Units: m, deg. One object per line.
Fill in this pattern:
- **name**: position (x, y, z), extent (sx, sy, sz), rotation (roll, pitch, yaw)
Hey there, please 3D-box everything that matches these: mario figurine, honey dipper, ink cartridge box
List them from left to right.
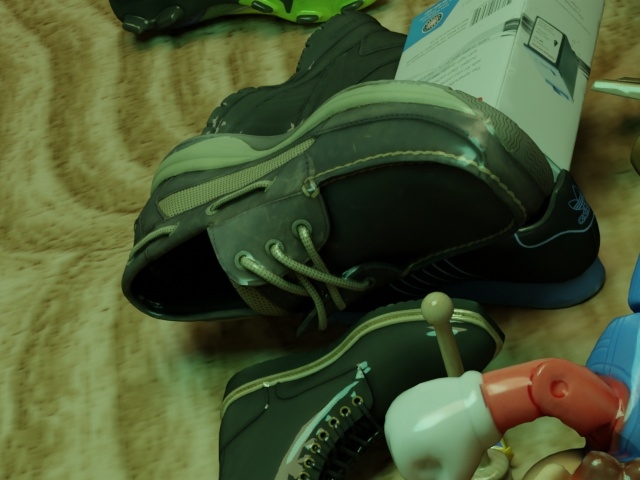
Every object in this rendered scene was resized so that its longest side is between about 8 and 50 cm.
- **honey dipper**: position (0.082, 0.093, 0.978), extent (0.030, 0.161, 0.030), rotation (-13, 31, 8)
- **ink cartridge box**: position (0.119, -0.107, 1.260), extent (0.139, 0.082, 0.191), rotation (-29, 33, 42)
- **mario figurine**: position (0.158, 0.098, 0.926), extent (0.198, 0.170, 0.320), rotation (22, 71, 22)

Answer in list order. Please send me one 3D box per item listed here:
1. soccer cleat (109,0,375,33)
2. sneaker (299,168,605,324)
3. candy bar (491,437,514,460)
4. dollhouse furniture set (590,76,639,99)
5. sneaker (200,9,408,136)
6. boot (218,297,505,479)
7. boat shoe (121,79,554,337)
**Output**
- **soccer cleat**: position (-0.066, -0.258, 1.653), extent (0.289, 0.093, 0.121), rotation (-3, 29, 24)
- **sneaker**: position (0.076, -0.002, 1.190), extent (0.232, 0.090, 0.081), rotation (-6, 35, 20)
- **candy bar**: position (0.089, 0.097, 1.104), extent (0.040, 0.018, 0.161), rotation (-18, 31, 3)
- **dollhouse furniture set**: position (0.269, -0.235, 1.284), extent (0.135, 0.262, 0.259), rotation (14, 12, 18)
- **sneaker**: position (0.007, -0.079, 1.339), extent (0.130, 0.109, 0.286), rotation (18, 51, 31)
- **boot**: position (0.019, 0.122, 1.048), extent (0.198, 0.077, 0.137), rotation (-27, 31, 29)
- **boat shoe**: position (0.000, 0.000, 1.098), extent (0.355, 0.132, 0.130), rotation (-12, 44, 52)
